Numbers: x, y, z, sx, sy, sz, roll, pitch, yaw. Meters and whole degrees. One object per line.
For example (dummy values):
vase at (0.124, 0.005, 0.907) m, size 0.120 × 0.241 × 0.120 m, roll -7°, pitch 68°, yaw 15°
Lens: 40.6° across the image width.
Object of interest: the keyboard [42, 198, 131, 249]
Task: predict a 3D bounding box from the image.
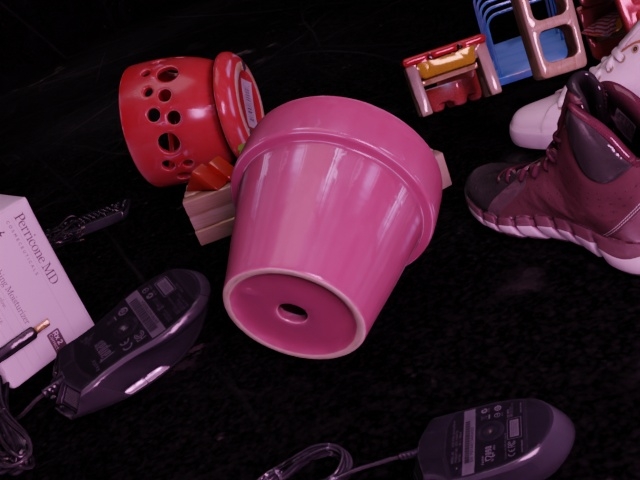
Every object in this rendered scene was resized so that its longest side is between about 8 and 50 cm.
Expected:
keyboard at (-0.381, -0.024, 1.300) m, size 0.192 × 0.038 × 0.100 m, roll -22°, pitch 25°, yaw 1°

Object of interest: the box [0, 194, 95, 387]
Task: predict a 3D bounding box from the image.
box at (-0.382, 0.048, 0.983) m, size 0.182 × 0.180 × 0.119 m, roll 7°, pitch 37°, yaw 45°

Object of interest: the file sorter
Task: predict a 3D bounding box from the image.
file sorter at (0.296, -0.316, 1.274) m, size 0.118 × 0.104 × 0.170 m, roll -16°, pitch 25°, yaw 10°

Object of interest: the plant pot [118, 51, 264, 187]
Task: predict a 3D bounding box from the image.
plant pot at (-0.185, -0.187, 1.297) m, size 0.174 × 0.191 × 0.191 m, roll -11°, pitch 27°, yaw 14°

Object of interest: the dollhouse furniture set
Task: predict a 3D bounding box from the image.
dollhouse furniture set at (0.275, -0.281, 1.083) m, size 0.374 × 0.152 × 0.201 m, roll -17°, pitch 6°, yaw 5°

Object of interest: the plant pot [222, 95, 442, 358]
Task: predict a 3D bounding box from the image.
plant pot at (0.000, 0.000, 0.793) m, size 0.202 × 0.201 × 0.180 m, roll -7°, pitch 44°, yaw 28°

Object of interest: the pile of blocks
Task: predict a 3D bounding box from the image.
pile of blocks at (-0.021, -0.097, 1.074) m, size 0.362 × 0.112 × 0.149 m, roll -9°, pitch 28°, yaw 25°

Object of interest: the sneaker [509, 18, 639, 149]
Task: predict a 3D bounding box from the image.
sneaker at (0.337, -0.188, 0.957) m, size 0.290 × 0.123 × 0.106 m, roll -14°, pitch 26°, yaw 31°

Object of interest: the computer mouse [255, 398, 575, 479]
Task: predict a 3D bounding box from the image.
computer mouse at (0.057, 0.161, 0.594) m, size 0.242 × 0.041 × 0.071 m, roll -18°, pitch 26°, yaw 23°

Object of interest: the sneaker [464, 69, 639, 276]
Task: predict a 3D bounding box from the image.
sneaker at (0.224, -0.081, 0.787) m, size 0.106 × 0.162 × 0.281 m, roll -32°, pitch 27°, yaw -21°

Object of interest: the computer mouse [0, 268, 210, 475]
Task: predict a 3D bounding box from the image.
computer mouse at (-0.229, 0.116, 0.872) m, size 0.262 × 0.060 × 0.184 m, roll -41°, pitch 38°, yaw -15°
